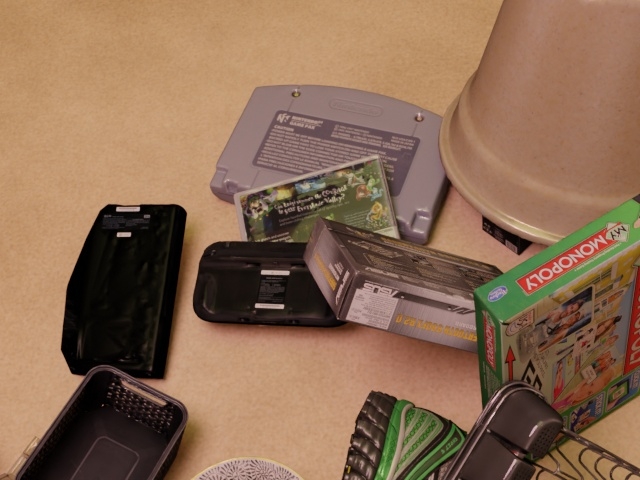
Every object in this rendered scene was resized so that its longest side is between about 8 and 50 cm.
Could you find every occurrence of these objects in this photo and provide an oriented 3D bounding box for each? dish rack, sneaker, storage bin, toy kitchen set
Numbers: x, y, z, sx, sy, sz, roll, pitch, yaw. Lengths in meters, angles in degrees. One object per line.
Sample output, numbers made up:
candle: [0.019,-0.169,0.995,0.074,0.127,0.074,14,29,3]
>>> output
dish rack: [0.230,0.276,0.982,0.208,0.272,0.074,-59,25,2]
sneaker: [0.074,0.320,1.034,0.146,0.134,0.343,14,65,3]
storage bin: [-0.233,0.239,1.126,0.122,0.084,0.180,26,49,4]
toy kitchen set: [-0.324,0.260,1.169,0.068,0.075,0.083,27,69,23]

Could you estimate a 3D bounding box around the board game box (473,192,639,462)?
board game box: [0.254,0.098,1.037,0.214,0.317,0.046,-29,54,-10]

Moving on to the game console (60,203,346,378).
game console: [-0.131,0.062,1.256,0.362,0.044,0.213,1,70,14]

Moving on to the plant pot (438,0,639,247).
plant pot: [0.317,-0.207,1.197,0.334,0.305,0.333,2,48,-2]

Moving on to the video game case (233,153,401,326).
video game case: [0.000,0.000,1.281,0.190,0.022,0.173,-15,72,10]

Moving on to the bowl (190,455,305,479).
bowl: [-0.072,0.316,1.087,0.170,0.080,0.170,-6,55,9]

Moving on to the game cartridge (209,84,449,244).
game cartridge: [0.026,-0.110,1.375,0.294,0.060,0.196,14,63,17]

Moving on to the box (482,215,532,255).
box: [0.246,-0.037,1.290,0.083,0.052,0.062,-42,61,-17]

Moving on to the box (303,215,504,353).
box: [0.110,0.053,1.134,0.231,0.056,0.183,15,14,-17]
